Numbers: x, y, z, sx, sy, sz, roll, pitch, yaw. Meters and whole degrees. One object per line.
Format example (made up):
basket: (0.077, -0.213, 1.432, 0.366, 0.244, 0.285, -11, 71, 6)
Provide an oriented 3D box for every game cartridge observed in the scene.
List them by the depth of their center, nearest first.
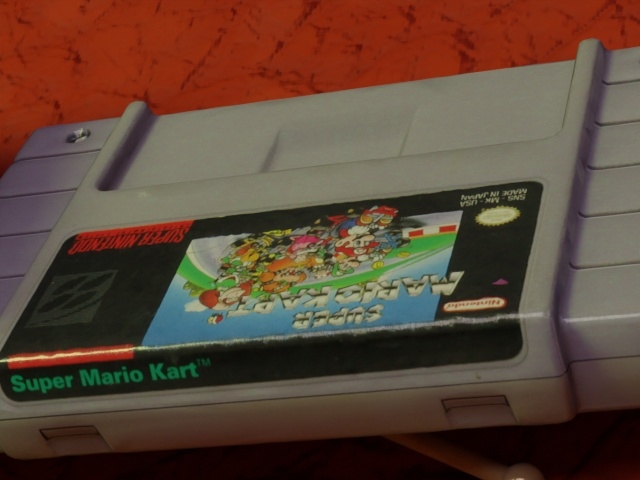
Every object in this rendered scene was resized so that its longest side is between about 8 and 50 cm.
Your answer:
game cartridge: (0.000, 0.000, 0.798, 0.355, 0.068, 0.230, -6, 27, 18)

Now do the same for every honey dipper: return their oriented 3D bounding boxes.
honey dipper: (0.025, 0.078, 0.769, 0.160, 0.030, 0.030, 21, 58, 32)
